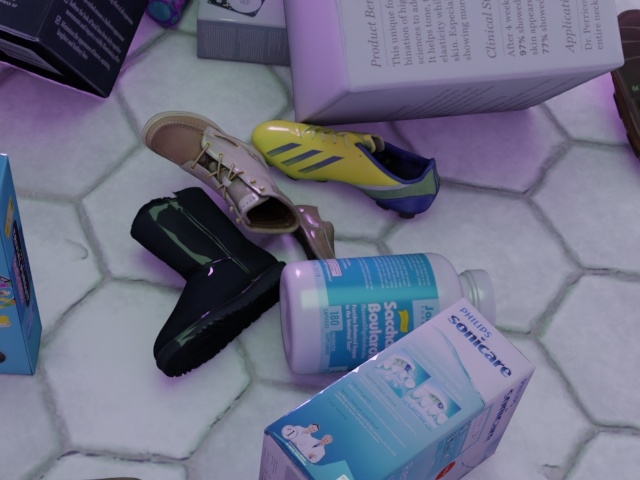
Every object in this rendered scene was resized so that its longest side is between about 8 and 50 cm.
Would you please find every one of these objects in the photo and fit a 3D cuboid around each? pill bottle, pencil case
[{"bbox_3d":[0.085,0.091,1.407,0.264,0.146,0.146,-4,53,-9],"label":"pill bottle"},{"bbox_3d":[-0.237,-0.424,1.828,0.070,0.064,0.151,-4,46,30],"label":"pencil case"}]

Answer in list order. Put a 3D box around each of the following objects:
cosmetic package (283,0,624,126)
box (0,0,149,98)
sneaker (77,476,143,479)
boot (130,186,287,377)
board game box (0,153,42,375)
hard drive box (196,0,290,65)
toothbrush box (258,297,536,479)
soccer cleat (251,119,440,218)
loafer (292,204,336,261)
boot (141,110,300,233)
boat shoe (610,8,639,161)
[{"bbox_3d":[0.167,-0.359,1.576,0.394,0.327,0.329,-6,88,-13],"label":"cosmetic package"},{"bbox_3d":[-0.368,-0.452,1.589,0.212,0.293,0.395,21,85,10],"label":"box"},{"bbox_3d":[-0.287,0.315,1.240,0.189,0.066,0.071,-7,54,-11],"label":"sneaker"},{"bbox_3d":[-0.182,0.046,1.443,0.207,0.094,0.246,38,51,18],"label":"boot"},{"bbox_3d":[-0.473,0.033,1.269,0.254,0.336,0.079,3,52,-5],"label":"board game box"},{"bbox_3d":[-0.078,-0.380,1.798,0.232,0.089,0.181,5,52,-3],"label":"hard drive box"},{"bbox_3d":[0.080,0.230,1.254,0.296,0.216,0.126,-31,62,-28],"label":"toothbrush box"},{"bbox_3d":[0.038,-0.128,1.591,0.289,0.121,0.093,21,53,11],"label":"soccer cleat"},{"bbox_3d":[0.000,0.000,1.527,0.050,0.056,0.148,-21,57,-14],"label":"loafer"},{"bbox_3d":[-0.133,-0.090,1.496,0.213,0.077,0.165,23,22,-40],"label":"boot"},{"bbox_3d":[0.510,-0.235,1.744,0.111,0.104,0.307,0,53,5],"label":"boat shoe"}]
